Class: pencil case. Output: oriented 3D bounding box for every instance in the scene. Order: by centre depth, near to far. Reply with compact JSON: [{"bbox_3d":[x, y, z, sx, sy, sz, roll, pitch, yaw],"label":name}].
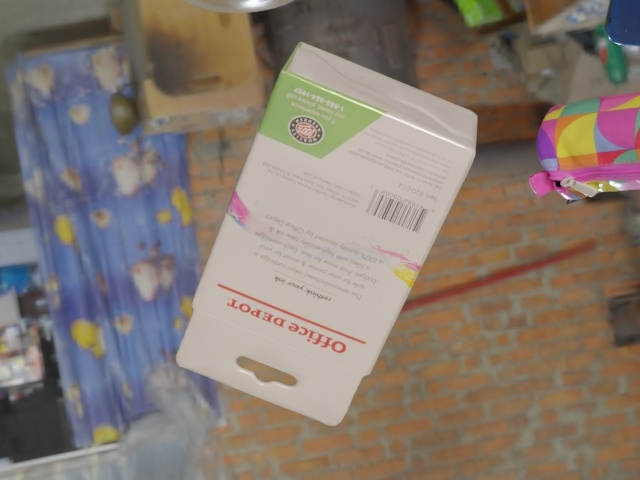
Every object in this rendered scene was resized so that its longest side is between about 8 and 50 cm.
[{"bbox_3d":[0.316,-0.090,1.076,0.236,0.104,0.104,-8,179,40],"label":"pencil case"}]

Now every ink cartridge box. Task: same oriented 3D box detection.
[{"bbox_3d":[0.000,0.000,1.216,0.207,0.353,0.119,22,-155,-3],"label":"ink cartridge box"}]

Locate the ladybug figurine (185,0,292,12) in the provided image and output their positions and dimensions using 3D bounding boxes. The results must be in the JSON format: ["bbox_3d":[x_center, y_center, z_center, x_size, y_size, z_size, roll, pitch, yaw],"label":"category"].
[{"bbox_3d":[-0.118,-0.406,1.063,0.305,0.449,0.162,5,-143,27],"label":"ladybug figurine"}]

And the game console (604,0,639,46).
[{"bbox_3d":[0.535,-0.433,1.642,0.250,0.293,0.173,4,-149,-2],"label":"game console"}]
